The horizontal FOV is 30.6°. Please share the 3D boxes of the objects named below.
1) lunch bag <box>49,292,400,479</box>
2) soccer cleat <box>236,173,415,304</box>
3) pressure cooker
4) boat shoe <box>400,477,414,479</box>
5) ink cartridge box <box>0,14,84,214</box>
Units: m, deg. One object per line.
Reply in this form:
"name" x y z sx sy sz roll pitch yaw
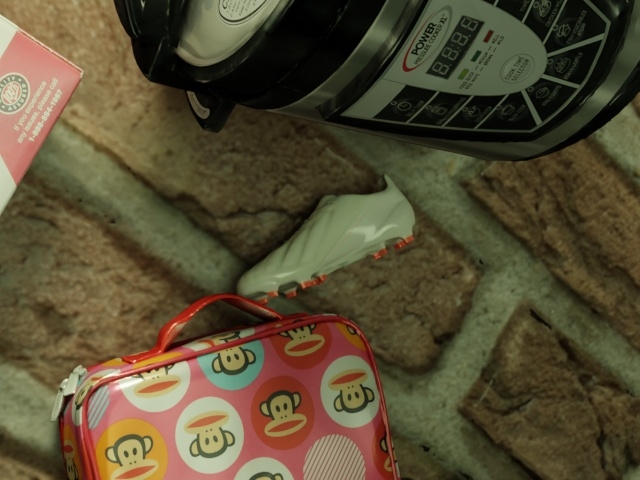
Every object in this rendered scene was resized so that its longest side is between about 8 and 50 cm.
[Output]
"lunch bag" -0.081 0.177 1.046 0.293 0.120 0.258 -11 89 -26
"soccer cleat" 0.000 0.000 1.117 0.196 0.068 0.076 -24 84 -22
"pressure cooker" 0.042 -0.263 0.937 0.420 0.375 0.370 10 82 -31
"boat shoe" 0.077 0.282 1.182 0.228 0.080 0.076 -17 105 -18
"ink cartridge box" -0.357 -0.118 0.873 0.283 0.117 0.207 34 79 -28
